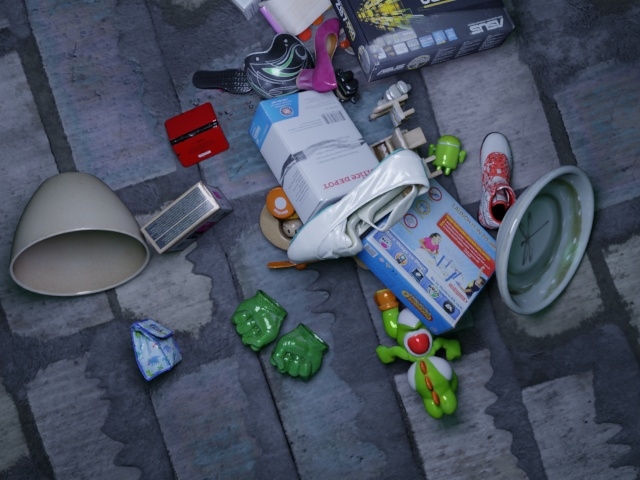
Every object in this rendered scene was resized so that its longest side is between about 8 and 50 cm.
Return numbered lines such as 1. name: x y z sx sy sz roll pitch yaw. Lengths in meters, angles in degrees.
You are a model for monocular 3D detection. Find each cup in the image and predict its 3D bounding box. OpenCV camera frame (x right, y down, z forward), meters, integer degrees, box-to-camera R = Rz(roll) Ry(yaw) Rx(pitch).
1. cup: -0.633 -0.036 1.566 0.331 0.331 0.237 -21 64 1

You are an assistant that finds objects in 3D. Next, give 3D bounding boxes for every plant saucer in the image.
1. plant saucer: 0.558 -0.008 1.559 0.401 0.101 0.400 -18 120 -34

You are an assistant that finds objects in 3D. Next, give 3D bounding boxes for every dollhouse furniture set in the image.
1. dollhouse furniture set: 0.180 -0.227 1.561 0.161 0.242 0.212 -24 90 1

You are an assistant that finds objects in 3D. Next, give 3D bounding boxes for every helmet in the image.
1. helmet: -0.113 -0.450 1.604 0.169 0.169 0.161 38 74 0

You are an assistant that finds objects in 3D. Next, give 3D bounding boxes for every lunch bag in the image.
1. lunch bag: -0.450 0.284 1.633 0.096 0.129 0.151 -30 88 0

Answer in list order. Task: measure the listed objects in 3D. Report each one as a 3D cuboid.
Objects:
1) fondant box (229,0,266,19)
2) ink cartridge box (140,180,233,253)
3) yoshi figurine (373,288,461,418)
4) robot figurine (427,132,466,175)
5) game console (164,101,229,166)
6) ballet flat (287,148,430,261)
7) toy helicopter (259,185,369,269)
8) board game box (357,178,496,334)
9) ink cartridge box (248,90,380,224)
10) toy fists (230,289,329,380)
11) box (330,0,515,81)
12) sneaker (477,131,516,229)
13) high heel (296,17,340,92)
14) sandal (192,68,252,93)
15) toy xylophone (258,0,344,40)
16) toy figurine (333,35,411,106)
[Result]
1. fondant box: -0.168 -0.809 1.635 0.330 0.096 0.238 -45 90 0
2. ink cartridge box: -0.340 -0.057 1.576 0.193 0.235 0.088 -37 90 2
3. yoshi figurine: 0.272 0.293 1.628 0.203 0.203 0.362 -6 73 -38
4. robot figurine: 0.344 -0.235 1.645 0.101 0.067 0.115 12 91 9
5. game console: -0.344 -0.294 1.683 0.144 0.085 0.124 -24 121 2
6. ballet flat: 0.089 -0.049 1.416 0.400 0.139 0.139 -40 90 14
7. toy helicopter: 0.000 0.000 1.615 0.355 0.140 0.235 23 109 9
8. board game box: 0.289 0.030 1.564 0.308 0.086 0.302 46 57 0
9. ink cartridge box: -0.008 -0.220 1.541 0.223 0.129 0.307 -21 72 -33
10. toy fists: -0.117 0.268 1.645 0.279 0.096 0.142 39 92 -1
11. box: 0.242 -0.597 1.521 0.395 0.097 0.318 -18 79 -14
12. sneaker: 0.477 -0.163 1.605 0.090 0.145 0.270 6 90 1
13. high heel: 0.031 -0.481 1.554 0.117 0.082 0.244 11 60 29
14. sandal: -0.267 -0.440 1.672 0.179 0.040 0.067 9 85 15
15. toy xylophone: 0.000 -0.661 1.621 0.323 0.081 0.236 -37 123 -6
16. toy figurine: 0.146 -0.461 1.615 0.210 0.148 0.213 10 89 -5
